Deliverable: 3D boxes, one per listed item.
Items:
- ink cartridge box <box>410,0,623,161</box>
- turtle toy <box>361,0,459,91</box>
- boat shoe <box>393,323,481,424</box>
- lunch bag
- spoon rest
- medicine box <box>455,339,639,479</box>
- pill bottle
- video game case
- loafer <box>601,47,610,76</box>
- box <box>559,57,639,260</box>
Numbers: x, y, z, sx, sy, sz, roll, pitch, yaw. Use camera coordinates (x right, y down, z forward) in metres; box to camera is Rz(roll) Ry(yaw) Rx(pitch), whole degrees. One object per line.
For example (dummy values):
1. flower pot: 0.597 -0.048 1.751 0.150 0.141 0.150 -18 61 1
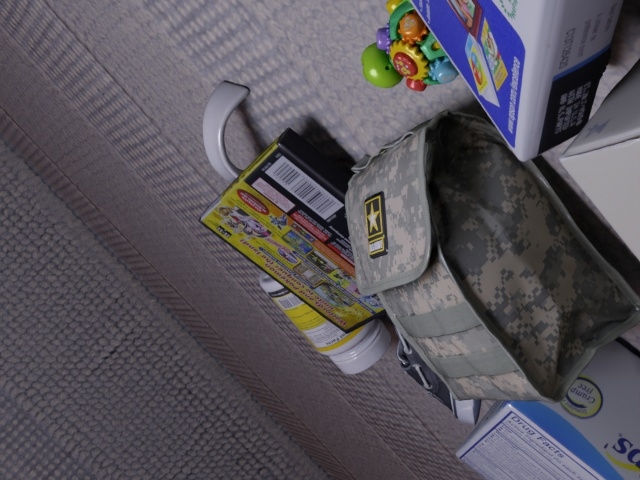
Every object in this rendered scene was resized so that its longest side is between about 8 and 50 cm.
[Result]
1. ink cartridge box: 0.074 -0.238 0.542 0.307 0.072 0.303 62 180 21
2. turtle toy: 0.084 -0.170 0.784 0.095 0.066 0.130 49 158 -16
3. boat shoe: 0.153 0.147 1.164 0.102 0.108 0.301 2 146 22
4. lunch bag: 0.143 0.017 0.912 0.287 0.169 0.235 52 162 -2
5. spoon rest: -0.089 -0.087 1.235 0.137 0.084 0.276 22 150 43
6. medicine box: 0.332 0.260 1.058 0.263 0.149 0.289 38 158 13
7. pill bottle: 0.011 0.102 1.372 0.208 0.119 0.119 51 158 -21
8. video game case: 0.000 0.000 1.171 0.275 0.035 0.248 38 144 -12
9. loafer: 0.173 -0.169 0.640 0.050 0.056 0.148 19 149 35
10. box: 0.321 0.004 0.588 0.311 0.148 0.121 47 158 -13
